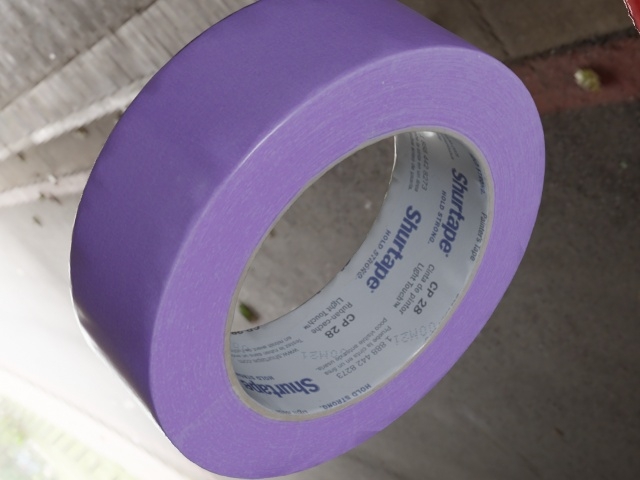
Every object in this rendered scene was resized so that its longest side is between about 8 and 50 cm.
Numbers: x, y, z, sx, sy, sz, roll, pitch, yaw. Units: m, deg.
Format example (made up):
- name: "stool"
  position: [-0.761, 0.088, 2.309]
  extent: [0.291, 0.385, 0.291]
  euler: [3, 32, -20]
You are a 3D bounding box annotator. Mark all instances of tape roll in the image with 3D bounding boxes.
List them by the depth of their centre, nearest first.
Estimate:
- name: "tape roll"
  position: [0.000, 0.000, 0.647]
  extent: [0.090, 0.275, 0.275]
  euler: [40, 164, 39]

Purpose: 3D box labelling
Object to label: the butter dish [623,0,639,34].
- name: "butter dish"
  position: [0.214, -0.195, 0.570]
  extent: [0.118, 0.160, 0.160]
  euler: [-19, 99, 58]
